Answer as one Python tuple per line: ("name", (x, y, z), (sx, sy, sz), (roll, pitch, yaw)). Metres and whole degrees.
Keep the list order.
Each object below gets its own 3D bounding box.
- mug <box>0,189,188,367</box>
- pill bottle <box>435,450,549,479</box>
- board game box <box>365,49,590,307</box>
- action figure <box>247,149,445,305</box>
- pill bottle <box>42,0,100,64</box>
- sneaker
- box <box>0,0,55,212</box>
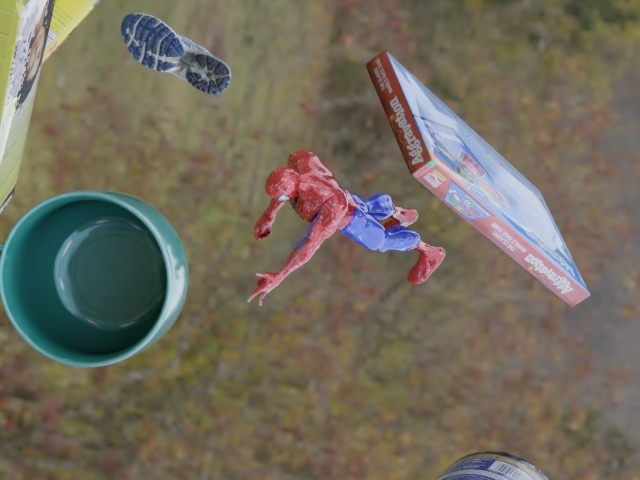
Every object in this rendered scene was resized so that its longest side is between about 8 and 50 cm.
("mug", (-0.174, 0.018, 1.388), (0.129, 0.158, 0.097), (-49, 175, 7))
("pill bottle", (0.113, 0.259, 1.503), (0.219, 0.123, 0.122), (-29, 130, -63))
("board game box", (0.147, -0.052, 1.704), (0.281, 0.027, 0.145), (37, 23, -44))
("action figure", (0.000, 0.000, 1.740), (0.139, 0.091, 0.280), (-42, 151, 10))
("pill bottle", (-0.335, -0.251, 2.057), (0.215, 0.117, 0.117), (-47, 171, 3))
("sneaker", (-0.162, -0.206, 2.056), (0.052, 0.135, 0.058), (-55, -169, 9))
("box", (-0.251, -0.107, 1.395), (0.087, 0.058, 0.232), (-66, 177, -49))
